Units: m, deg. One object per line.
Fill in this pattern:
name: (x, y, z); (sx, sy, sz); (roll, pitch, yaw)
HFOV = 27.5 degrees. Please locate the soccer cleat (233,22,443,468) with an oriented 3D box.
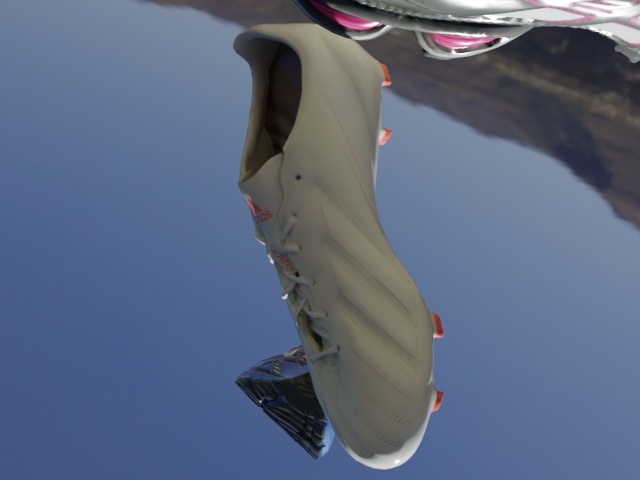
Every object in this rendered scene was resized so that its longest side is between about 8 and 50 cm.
soccer cleat: (0.000, 0.000, 0.554); (0.076, 0.196, 0.068); (7, 158, -42)

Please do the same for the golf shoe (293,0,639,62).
golf shoe: (0.125, -0.110, 0.439); (0.273, 0.105, 0.120); (-4, 176, -12)

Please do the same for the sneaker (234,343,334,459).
sneaker: (-0.003, 0.099, 0.949); (0.083, 0.087, 0.221); (41, 176, 3)
